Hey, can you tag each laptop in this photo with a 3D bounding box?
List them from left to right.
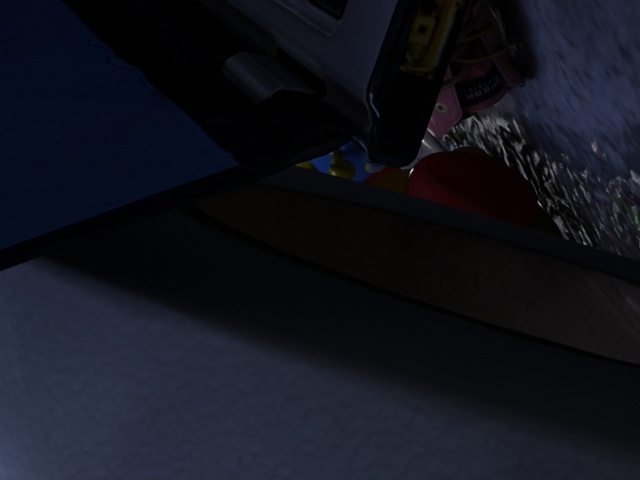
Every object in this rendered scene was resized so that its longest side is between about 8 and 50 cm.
[{"bbox_3d":[-0.127,-0.150,0.453,0.236,0.407,0.382,14,-166,-25],"label":"laptop"}]

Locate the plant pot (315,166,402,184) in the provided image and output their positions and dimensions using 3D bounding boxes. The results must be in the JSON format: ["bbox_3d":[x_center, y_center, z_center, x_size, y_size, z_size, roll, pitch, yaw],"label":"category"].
[{"bbox_3d":[-0.024,0.044,1.288,0.267,0.267,0.236,61,160,-8],"label":"plant pot"}]

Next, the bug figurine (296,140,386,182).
[{"bbox_3d":[0.000,0.000,0.874,0.216,0.072,0.279,-98,9,-57],"label":"bug figurine"}]

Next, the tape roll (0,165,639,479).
[{"bbox_3d":[0.045,0.044,0.532,0.392,0.392,0.072,-142,67,-70],"label":"tape roll"}]

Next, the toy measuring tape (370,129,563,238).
[{"bbox_3d":[0.041,-0.019,1.047,0.330,0.121,0.121,51,168,49],"label":"toy measuring tape"}]

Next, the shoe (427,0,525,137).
[{"bbox_3d":[0.061,-0.099,0.874,0.081,0.063,0.178,58,177,2],"label":"shoe"}]

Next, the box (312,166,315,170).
[{"bbox_3d":[-0.126,-0.127,1.014,0.215,0.168,0.345,-71,-24,-50],"label":"box"}]
